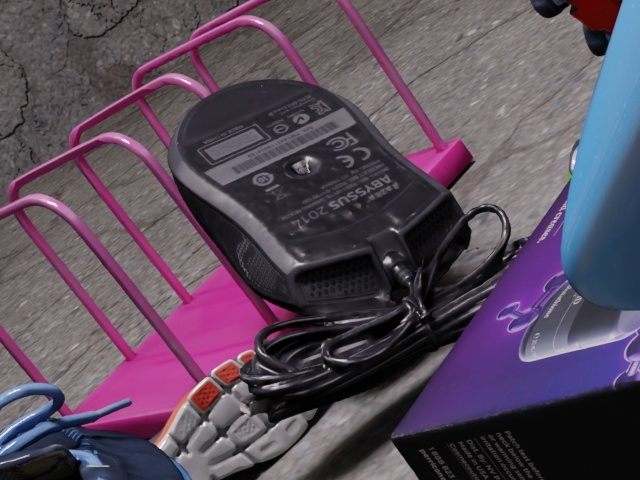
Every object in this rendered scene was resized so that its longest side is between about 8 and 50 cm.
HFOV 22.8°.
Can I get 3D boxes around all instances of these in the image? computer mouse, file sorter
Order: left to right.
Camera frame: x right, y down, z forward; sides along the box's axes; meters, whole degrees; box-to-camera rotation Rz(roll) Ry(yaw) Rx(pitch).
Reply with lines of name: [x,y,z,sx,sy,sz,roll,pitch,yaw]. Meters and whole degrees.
file sorter: [-0.084,-0.025,1.092,0.202,0.182,0.291,-17,24,51]
computer mouse: [0.000,0.000,0.907,0.188,0.072,0.272,-23,41,-15]

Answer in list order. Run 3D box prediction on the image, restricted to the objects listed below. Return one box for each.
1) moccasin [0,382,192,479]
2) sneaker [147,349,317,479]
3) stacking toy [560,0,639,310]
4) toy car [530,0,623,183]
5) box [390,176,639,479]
moccasin: [-0.118,0.132,0.714,0.138,0.117,0.342,-59,24,-9]
sneaker: [-0.069,0.111,0.884,0.158,0.061,0.065,-39,9,-14]
stacking toy: [0.198,0.026,0.295,0.165,0.175,0.302,-7,43,-27]
toy car: [0.181,-0.084,0.769,0.225,0.239,0.053,125,152,-63]
box: [0.171,0.010,0.589,0.184,0.103,0.261,-18,23,42]
